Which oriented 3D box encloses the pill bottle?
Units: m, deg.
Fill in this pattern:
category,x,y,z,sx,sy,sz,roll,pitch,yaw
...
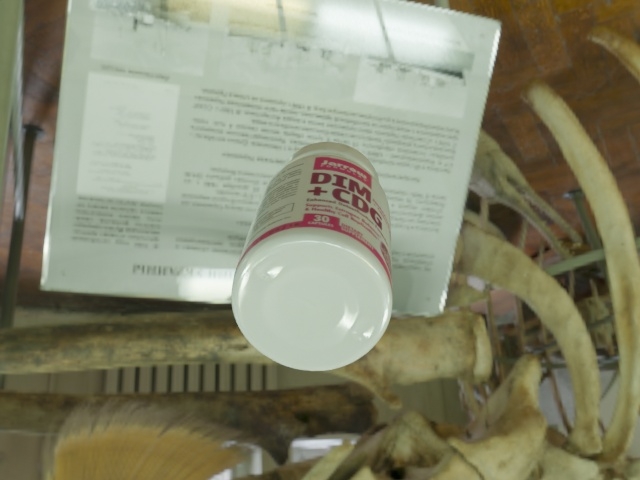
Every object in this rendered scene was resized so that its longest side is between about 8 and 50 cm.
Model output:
category,x,y,z,sx,sy,sz,roll,pitch,yaw
pill bottle,0.000,0.000,0.871,0.160,0.283,0.161,2,118,3
